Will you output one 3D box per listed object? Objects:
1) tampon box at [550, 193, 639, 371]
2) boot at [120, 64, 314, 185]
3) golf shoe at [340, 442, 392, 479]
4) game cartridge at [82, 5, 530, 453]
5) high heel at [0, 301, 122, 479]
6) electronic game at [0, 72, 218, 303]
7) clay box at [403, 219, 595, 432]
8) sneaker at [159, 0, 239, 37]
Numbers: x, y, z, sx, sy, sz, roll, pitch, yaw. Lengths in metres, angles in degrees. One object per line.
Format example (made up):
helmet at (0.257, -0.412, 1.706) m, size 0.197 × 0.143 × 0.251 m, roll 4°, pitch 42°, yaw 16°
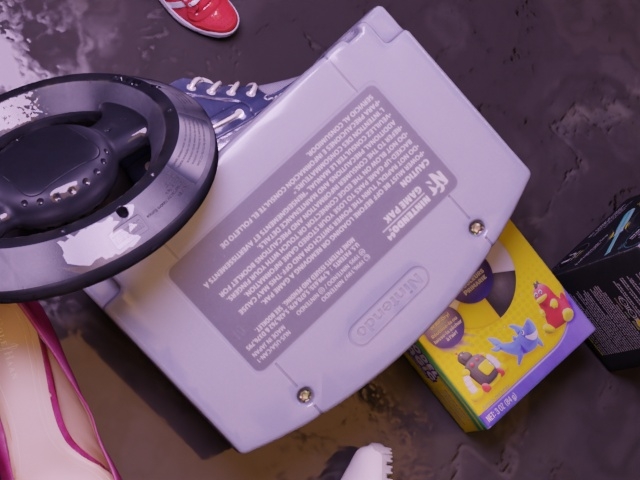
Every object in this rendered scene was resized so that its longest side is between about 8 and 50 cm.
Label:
tampon box at (0.275, 0.023, 0.963) m, size 0.120 × 0.161 × 0.101 m, roll -39°, pitch 92°, yaw -19°
boot at (-0.069, -0.100, 0.929) m, size 0.190 × 0.069 × 0.086 m, roll -40°, pitch 95°, yaw -19°
golf shoe at (-0.006, 0.219, 0.887) m, size 0.086 × 0.069 × 0.176 m, roll 26°, pitch 71°, yaw -4°
game cartridge at (0.000, 0.000, 0.884) m, size 0.297 × 0.062 × 0.198 m, roll -43°, pitch 101°, yaw -9°
high heel at (-0.175, 0.142, 0.820) m, size 0.082 × 0.117 × 0.244 m, roll -19°, pitch 84°, yaw -20°
electronic game at (-0.181, -0.042, 0.829) m, size 0.229 × 0.229 × 0.048 m, roll -32°, pitch 134°, yaw -21°
clay box at (0.098, 0.025, 0.965) m, size 0.127 × 0.053 × 0.222 m, roll -39°, pitch 92°, yaw -19°
sneaker at (-0.107, -0.207, 0.942) m, size 0.118 × 0.067 × 0.042 m, roll 40°, pitch 71°, yaw -6°
